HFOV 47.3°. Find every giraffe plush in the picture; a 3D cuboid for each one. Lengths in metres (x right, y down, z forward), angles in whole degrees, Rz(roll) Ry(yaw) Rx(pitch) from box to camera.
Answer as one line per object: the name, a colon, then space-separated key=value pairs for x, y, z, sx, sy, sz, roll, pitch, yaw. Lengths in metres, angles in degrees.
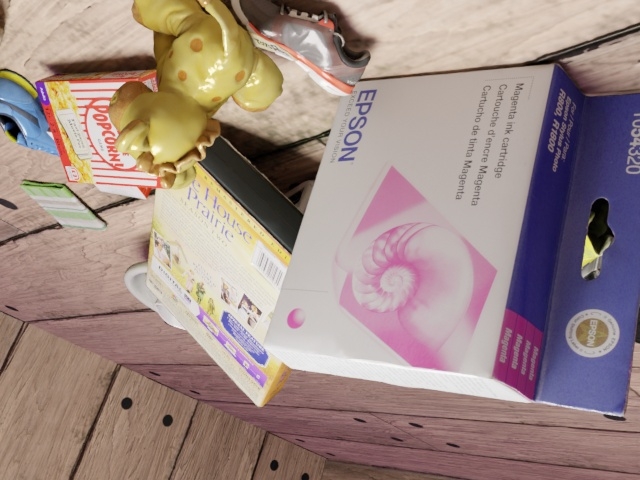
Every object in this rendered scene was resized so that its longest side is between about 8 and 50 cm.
giraffe plush: x=-0.137 y=-0.143 z=0.736 sx=0.181 sy=0.170 sz=0.210 roll=36 pitch=178 yaw=-39

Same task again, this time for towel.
towel: x=-0.497 y=-0.069 z=1.426 sx=0.113 sy=0.023 sz=0.152 roll=5 pitch=151 yaw=22

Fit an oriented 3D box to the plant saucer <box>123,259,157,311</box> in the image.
plant saucer: x=-0.195 y=0.109 z=1.496 sx=0.401 sy=0.100 sz=0.400 roll=16 pitch=157 yaw=7

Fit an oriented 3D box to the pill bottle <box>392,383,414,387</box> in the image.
pill bottle: x=0.112 y=0.036 z=0.917 sx=0.153 sy=0.264 sz=0.153 roll=14 pitch=157 yaw=6

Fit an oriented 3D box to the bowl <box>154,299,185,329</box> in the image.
bowl: x=-0.233 y=0.135 z=1.391 sx=0.142 sy=0.053 sz=0.142 roll=14 pitch=155 yaw=9

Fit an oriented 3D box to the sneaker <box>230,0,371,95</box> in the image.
sneaker: x=-0.015 y=-0.215 z=0.739 sx=0.158 sy=0.061 sz=0.065 roll=32 pitch=123 yaw=-20

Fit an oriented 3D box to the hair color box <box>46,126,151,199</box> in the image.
hair color box: x=-0.330 y=-0.132 z=1.123 sx=0.093 sy=0.053 sz=0.167 roll=11 pitch=157 yaw=18

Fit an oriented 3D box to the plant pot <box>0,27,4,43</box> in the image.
plant pot: x=-0.588 y=-0.169 z=0.849 sx=0.305 sy=0.333 sz=0.334 roll=25 pitch=156 yaw=-24

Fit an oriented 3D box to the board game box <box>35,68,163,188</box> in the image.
board game box: x=-0.275 y=-0.147 z=0.963 sx=0.193 sy=0.045 sz=0.146 roll=5 pitch=120 yaw=32

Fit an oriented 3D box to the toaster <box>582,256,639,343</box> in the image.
toaster: x=0.403 y=0.052 z=0.935 sx=0.168 sy=0.110 sz=0.185 roll=16 pitch=157 yaw=3

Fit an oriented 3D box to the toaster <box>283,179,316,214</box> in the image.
toaster: x=0.000 y=0.000 z=1.087 sx=0.146 sy=0.129 sz=0.227 roll=29 pitch=155 yaw=-20

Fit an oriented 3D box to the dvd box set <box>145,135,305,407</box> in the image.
dvd box set: x=-0.137 y=0.050 z=1.098 sx=0.307 sy=0.062 sz=0.420 roll=43 pitch=145 yaw=15

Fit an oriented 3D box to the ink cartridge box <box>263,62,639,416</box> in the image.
ink cartridge box: x=0.133 y=-0.020 z=0.702 sx=0.330 sy=0.324 sz=0.071 roll=1 pitch=153 yaw=34

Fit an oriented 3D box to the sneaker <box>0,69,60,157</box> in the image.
sneaker: x=-0.427 y=-0.160 z=1.097 sx=0.069 sy=0.082 sz=0.209 roll=5 pitch=155 yaw=23

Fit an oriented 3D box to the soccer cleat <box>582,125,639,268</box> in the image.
soccer cleat: x=0.283 y=-0.013 z=0.801 sx=0.093 sy=0.121 sz=0.289 roll=21 pitch=142 yaw=1
